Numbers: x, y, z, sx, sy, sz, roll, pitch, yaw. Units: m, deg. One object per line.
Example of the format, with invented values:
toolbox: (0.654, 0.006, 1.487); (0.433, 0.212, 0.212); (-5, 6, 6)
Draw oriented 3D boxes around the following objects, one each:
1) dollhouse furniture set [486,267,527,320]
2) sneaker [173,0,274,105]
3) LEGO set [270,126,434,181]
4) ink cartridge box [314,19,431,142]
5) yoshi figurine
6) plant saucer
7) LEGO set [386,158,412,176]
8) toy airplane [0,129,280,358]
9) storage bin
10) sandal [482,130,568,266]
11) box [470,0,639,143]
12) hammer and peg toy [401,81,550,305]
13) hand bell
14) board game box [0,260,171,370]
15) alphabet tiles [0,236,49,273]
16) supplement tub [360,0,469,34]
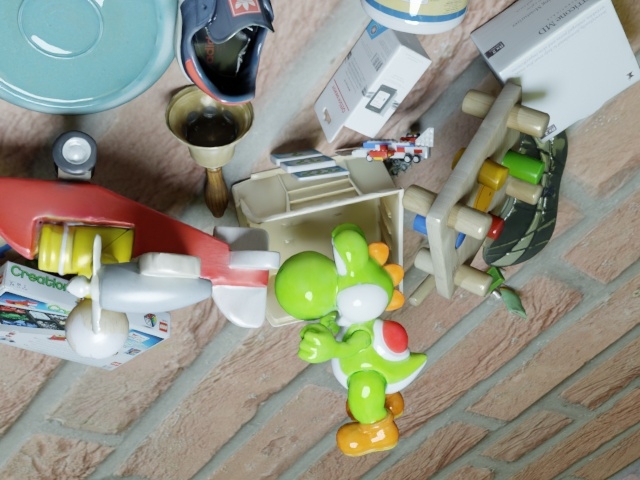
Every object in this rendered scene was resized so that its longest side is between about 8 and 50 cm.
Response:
dollhouse furniture set: (0.390, 0.103, 1.538); (0.151, 0.076, 0.058); (25, 122, -35)
sneaker: (-0.110, -0.322, 0.875); (0.131, 0.148, 0.350); (-17, 133, -19)
LEGO set: (0.058, -0.144, 1.132); (0.244, 0.182, 0.060); (-9, 108, -15)
ink cartridge box: (0.071, -0.228, 1.083); (0.060, 0.104, 0.180); (17, 127, -32)
yoshi figurine: (0.026, 0.153, 1.199); (0.203, 0.203, 0.362); (-22, 110, -34)
plant saucer: (-0.328, -0.283, 0.940); (0.317, 0.044, 0.318); (-10, 136, -10)
LEGO set: (0.137, -0.133, 1.256); (0.054, 0.023, 0.083); (-2, 134, -17)
toy airplane: (-0.253, 0.049, 1.057); (0.272, 0.384, 0.386); (-67, 151, -12)
storage bin: (0.000, 0.000, 1.272); (0.260, 0.123, 0.262); (-13, 136, -6)
sandal: (0.371, -0.084, 1.349); (0.120, 0.086, 0.303); (3, 118, -14)
box: (0.356, -0.278, 1.118); (0.181, 0.119, 0.182); (-34, 134, 15)
hammer and peg toy: (0.243, -0.034, 1.147); (0.266, 0.127, 0.361); (-56, 154, -20)
hand bell: (-0.165, -0.112, 1.142); (0.126, 0.126, 0.242); (-8, 148, -11)
board game box: (-0.437, 0.140, 1.271); (0.193, 0.053, 0.305); (-30, 140, 35)
alphabet tiles: (-0.606, 0.016, 1.165); (0.342, 0.011, 0.285); (-27, 136, 9)
supplement tub: (0.131, -0.378, 0.926); (0.144, 0.144, 0.200); (-5, 134, -14)
